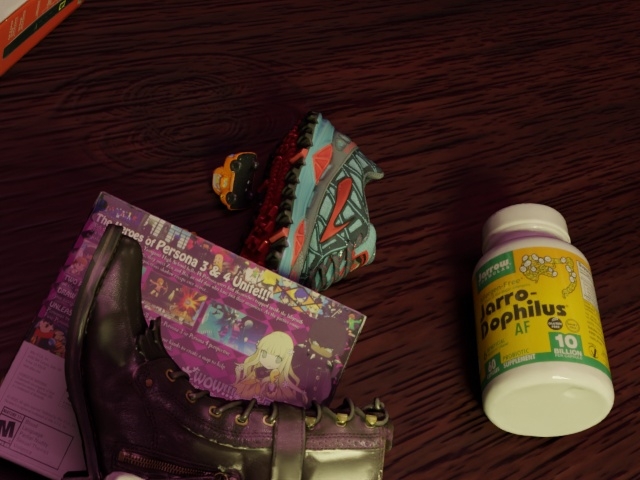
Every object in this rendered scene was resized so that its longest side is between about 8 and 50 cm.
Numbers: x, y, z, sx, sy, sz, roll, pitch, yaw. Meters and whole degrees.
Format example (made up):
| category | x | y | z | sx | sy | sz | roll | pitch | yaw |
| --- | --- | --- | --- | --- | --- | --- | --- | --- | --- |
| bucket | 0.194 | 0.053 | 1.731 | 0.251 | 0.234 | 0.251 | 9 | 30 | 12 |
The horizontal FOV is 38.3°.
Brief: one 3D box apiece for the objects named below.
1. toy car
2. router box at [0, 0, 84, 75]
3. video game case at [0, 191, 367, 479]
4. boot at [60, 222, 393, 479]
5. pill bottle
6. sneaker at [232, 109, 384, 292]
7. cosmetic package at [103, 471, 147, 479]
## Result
| category | x | y | z | sx | sy | sz | roll | pitch | yaw |
| --- | --- | --- | --- | --- | --- | --- | --- | --- | --- |
| toy car | -0.108 | -0.046 | 0.867 | 0.040 | 0.060 | 0.122 | 17 | 32 | 31 |
| router box | -0.433 | -0.266 | 0.860 | 0.335 | 0.082 | 0.301 | 30 | 47 | -2 |
| video game case | -0.109 | 0.105 | 0.702 | 0.232 | 0.042 | 0.210 | 25 | 74 | -6 |
| boot | -0.062 | 0.124 | 0.645 | 0.228 | 0.091 | 0.263 | 3 | 89 | -12 |
| pill bottle | 0.206 | 0.070 | 0.884 | 0.117 | 0.118 | 0.208 | 15 | 50 | -15 |
| sneaker | 0.000 | 0.000 | 0.848 | 0.125 | 0.104 | 0.262 | 30 | 56 | -19 |
| cosmetic package | -0.077 | 0.272 | 0.422 | 0.197 | 0.365 | 0.155 | 27 | 49 | -8 |
